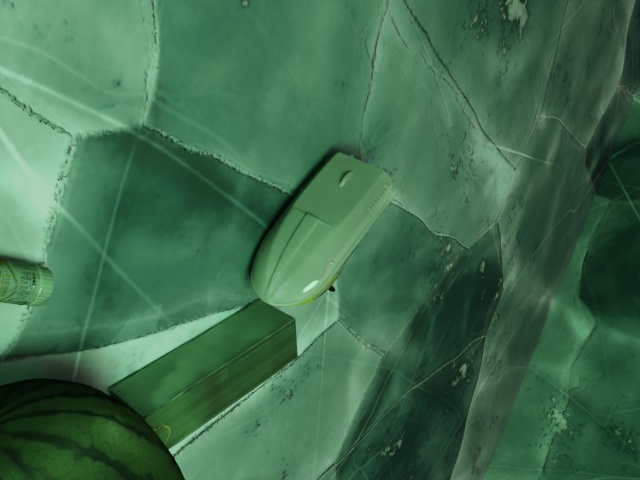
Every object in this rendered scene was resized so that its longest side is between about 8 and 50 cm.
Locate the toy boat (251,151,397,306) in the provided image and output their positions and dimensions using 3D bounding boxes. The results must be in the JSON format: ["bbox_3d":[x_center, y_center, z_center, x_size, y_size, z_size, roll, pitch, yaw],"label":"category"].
[{"bbox_3d":[0.002,-0.007,0.949,0.269,0.141,0.141,-58,141,-9],"label":"toy boat"}]

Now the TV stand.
[{"bbox_3d":[-0.158,0.190,0.878,0.270,0.088,0.082,-28,128,-39],"label":"TV stand"}]

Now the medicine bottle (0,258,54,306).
[{"bbox_3d":[-0.331,0.043,0.639,0.083,0.047,0.047,21,91,-52],"label":"medicine bottle"}]

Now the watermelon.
[{"bbox_3d":[-0.278,0.314,0.645,0.279,0.279,0.359,-43,134,-28],"label":"watermelon"}]
